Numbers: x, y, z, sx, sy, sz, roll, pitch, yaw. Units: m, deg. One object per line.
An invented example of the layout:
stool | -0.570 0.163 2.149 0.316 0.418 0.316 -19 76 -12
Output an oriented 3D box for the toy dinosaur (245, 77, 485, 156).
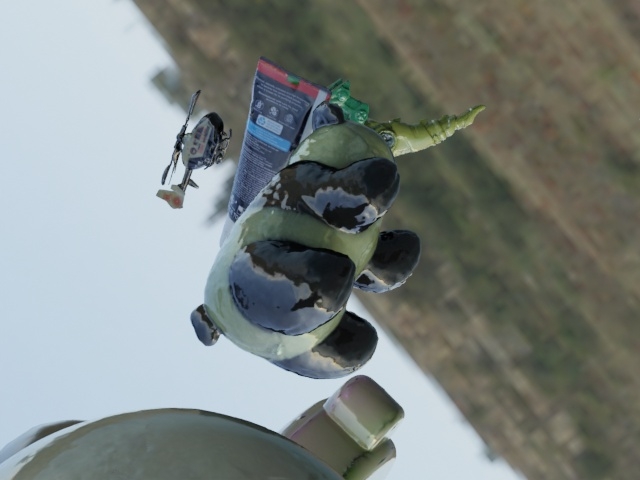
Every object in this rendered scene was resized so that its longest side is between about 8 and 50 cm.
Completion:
toy dinosaur | 0.035 -0.095 1.956 0.153 0.259 0.094 57 -179 -11

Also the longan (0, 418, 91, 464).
longan | -0.140 0.192 1.283 0.189 0.189 0.189 50 -171 -11

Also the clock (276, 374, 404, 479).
clock | -0.037 0.273 2.020 0.114 0.284 0.309 44 153 11

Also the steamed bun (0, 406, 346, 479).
steamed bun | -0.080 0.251 1.049 0.324 0.324 0.206 48 153 -20

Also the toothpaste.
toothpaste | -0.043 -0.066 1.714 0.071 0.193 0.045 26 -144 13

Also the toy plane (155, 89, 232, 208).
toy plane | -0.120 -0.082 1.885 0.049 0.121 0.031 26 -158 14

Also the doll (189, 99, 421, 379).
doll | -0.001 0.000 1.585 0.135 0.234 0.143 19 150 22
